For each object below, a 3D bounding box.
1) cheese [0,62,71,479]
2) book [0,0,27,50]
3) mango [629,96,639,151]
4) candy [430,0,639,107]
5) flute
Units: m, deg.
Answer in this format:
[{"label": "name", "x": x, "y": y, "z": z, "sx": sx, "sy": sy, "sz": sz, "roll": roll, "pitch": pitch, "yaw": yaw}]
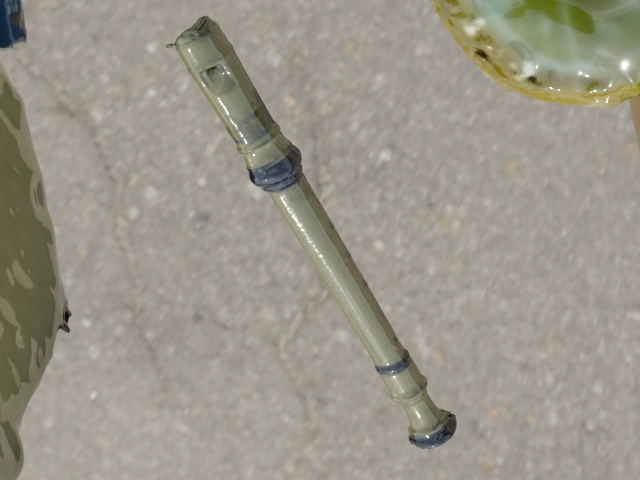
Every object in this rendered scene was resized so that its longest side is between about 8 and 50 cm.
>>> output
[{"label": "cheese", "x": -0.251, "y": -0.007, "z": 0.938, "sx": 0.115, "sy": 0.318, "sz": 0.326, "roll": -15, "pitch": 91, "yaw": 19}, {"label": "book", "x": -0.348, "y": -0.332, "z": 1.127, "sx": 0.300, "sy": 0.039, "sz": 0.428, "roll": 1, "pitch": 106, "yaw": 22}, {"label": "mango", "x": 0.398, "y": -0.118, "z": 1.526, "sx": 0.232, "sy": 0.300, "sz": 0.445, "roll": -27, "pitch": 115, "yaw": -9}, {"label": "candy", "x": 0.202, "y": -0.231, "z": 1.326, "sx": 0.260, "sy": 0.118, "sz": 0.260, "roll": 6, "pitch": 105, "yaw": 23}, {"label": "flute", "x": 0.000, "y": 0.000, "z": 0.780, "sx": 0.027, "sy": 0.027, "sz": 0.233, "roll": -18, "pitch": 116, "yaw": 27}]
